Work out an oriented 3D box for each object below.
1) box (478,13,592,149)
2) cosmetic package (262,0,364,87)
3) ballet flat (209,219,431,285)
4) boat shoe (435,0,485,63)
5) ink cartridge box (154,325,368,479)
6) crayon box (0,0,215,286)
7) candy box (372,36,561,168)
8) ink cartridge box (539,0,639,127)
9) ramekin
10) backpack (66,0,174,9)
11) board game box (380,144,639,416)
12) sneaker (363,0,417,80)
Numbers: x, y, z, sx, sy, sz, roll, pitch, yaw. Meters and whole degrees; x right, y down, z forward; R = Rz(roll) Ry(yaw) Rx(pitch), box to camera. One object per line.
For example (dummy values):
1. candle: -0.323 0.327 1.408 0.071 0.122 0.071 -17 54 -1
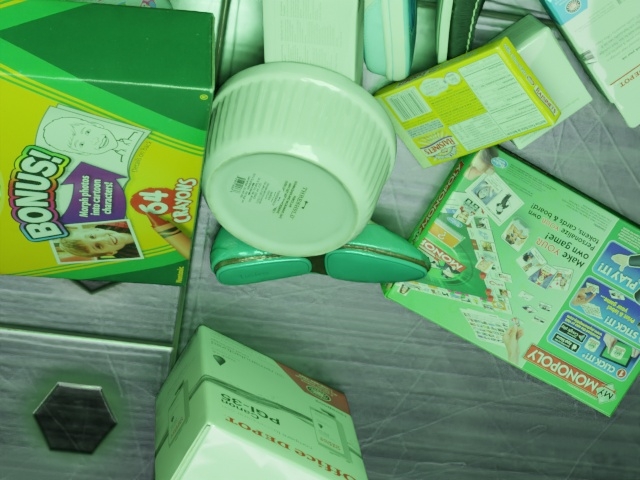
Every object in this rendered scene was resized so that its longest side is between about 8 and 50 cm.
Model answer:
1. box: 0.224 -0.175 1.729 0.101 0.087 0.102 -34 108 6
2. cosmetic package: -0.006 -0.187 1.647 0.099 0.060 0.239 8 140 6
3. ballet flat: 0.000 0.000 1.759 0.247 0.083 0.087 -1 64 1
4. boat shoe: 0.181 -0.330 1.663 0.091 0.114 0.302 8 107 -3
5. ink cartridge box: -0.066 0.229 1.723 0.207 0.283 0.117 28 103 -14
6. crayon box: -0.277 -0.090 1.588 0.313 0.106 0.363 3 148 -8
7. candy box: 0.152 -0.144 1.691 0.105 0.206 0.027 49 54 -19
8. ink cartridge box: 0.329 -0.227 1.738 0.104 0.060 0.180 -35 107 5
9. ramekin: -0.029 -0.075 1.652 0.207 0.109 0.207 9 141 7
10. backpack: -0.238 -0.206 1.637 0.182 0.152 0.115 -12 73 10
11. board game box: 0.259 0.043 1.824 0.317 0.046 0.213 29 103 -14
12. sneaker: -0.010 -0.311 1.656 0.208 0.127 0.319 -5 118 11
